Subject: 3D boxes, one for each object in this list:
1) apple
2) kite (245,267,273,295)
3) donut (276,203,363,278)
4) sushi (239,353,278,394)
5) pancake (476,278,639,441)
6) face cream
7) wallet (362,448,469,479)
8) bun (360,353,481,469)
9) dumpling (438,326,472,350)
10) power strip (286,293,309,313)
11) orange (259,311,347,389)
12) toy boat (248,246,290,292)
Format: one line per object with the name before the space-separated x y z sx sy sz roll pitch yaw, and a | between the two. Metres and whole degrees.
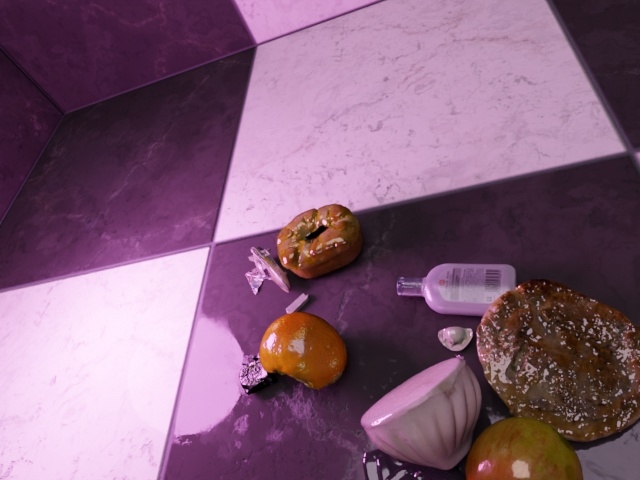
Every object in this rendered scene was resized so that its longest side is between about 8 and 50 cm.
apple | 0.378 0.424 0.872 0.196 0.196 0.196 -13 50 16
kite | -0.181 0.116 1.512 0.157 0.011 0.139 9 61 31
donut | 0.000 0.000 1.433 0.261 0.128 0.208 -17 47 13
sushi | -0.175 0.363 1.283 0.083 0.056 0.084 -37 48 5
pancake | 0.510 0.245 1.005 0.356 0.065 0.356 -4 57 6
face cream | 0.343 0.124 1.204 0.291 0.071 0.144 -1 57 24
wallet | 0.220 0.563 0.938 0.247 0.041 0.323 -19 47 13
bun | 0.233 0.378 0.976 0.263 0.263 0.175 -31 78 0
dumpling | 0.328 0.238 1.145 0.077 0.043 0.059 -4 68 4
power strip | -0.066 0.188 1.391 0.083 0.017 0.027 -41 49 -8
orange | -0.052 0.273 1.212 0.237 0.158 0.179 14 39 38
toy boat | -0.149 0.093 1.462 0.066 0.084 0.210 -31 50 -18
